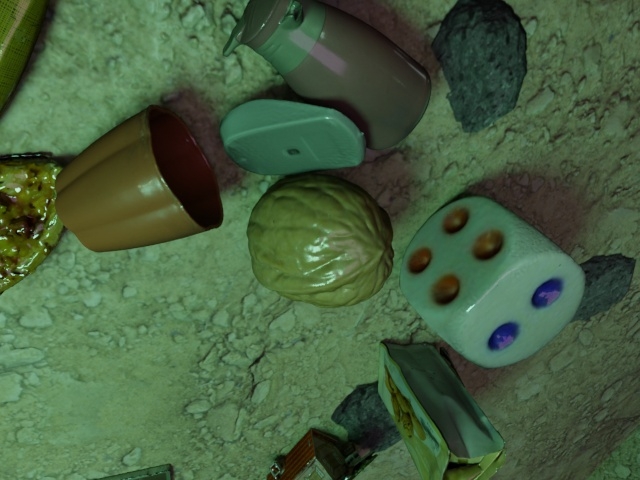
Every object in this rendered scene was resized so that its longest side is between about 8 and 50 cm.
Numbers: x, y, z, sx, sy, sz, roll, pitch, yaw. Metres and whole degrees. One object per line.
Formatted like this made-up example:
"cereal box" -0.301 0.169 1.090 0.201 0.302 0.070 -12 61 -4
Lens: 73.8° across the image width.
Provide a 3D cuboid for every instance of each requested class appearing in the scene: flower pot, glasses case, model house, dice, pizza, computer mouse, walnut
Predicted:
"flower pot" -0.257 -0.070 0.599 0.173 0.190 0.190 -21 123 6
"glasses case" -0.402 -0.232 0.518 0.079 0.064 0.234 28 105 -28
"model house" -0.019 0.596 1.090 0.293 0.154 0.207 -50 154 11
"dice" 0.319 0.075 0.834 0.243 0.259 0.251 31 105 -28
"pizza" -0.478 -0.005 0.604 0.305 0.085 0.161 -44 122 5
"computer mouse" -0.044 -0.155 0.626 0.231 0.079 0.128 2 160 23
"walnut" 0.000 0.000 0.681 0.225 0.261 0.224 -8 102 -43

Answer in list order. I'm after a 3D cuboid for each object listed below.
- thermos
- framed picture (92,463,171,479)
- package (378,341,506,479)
"thermos" 0.009 -0.248 0.599 0.265 0.176 0.145 20 91 -36
"framed picture" -0.491 0.621 0.981 0.290 0.020 0.211 -4 119 -17
"package" 0.262 0.382 0.945 0.165 0.311 0.221 -10 119 -12
